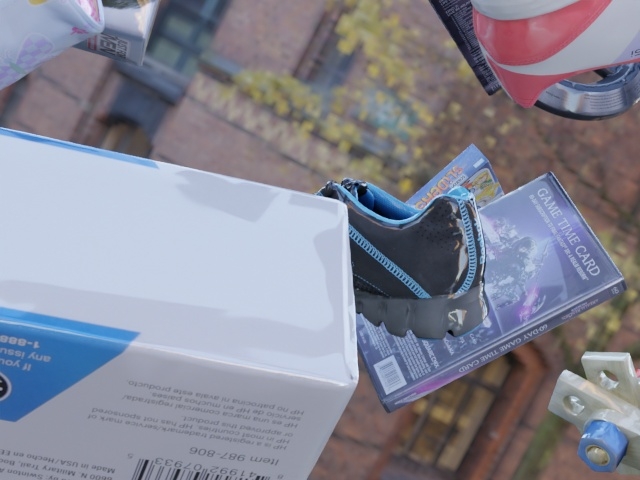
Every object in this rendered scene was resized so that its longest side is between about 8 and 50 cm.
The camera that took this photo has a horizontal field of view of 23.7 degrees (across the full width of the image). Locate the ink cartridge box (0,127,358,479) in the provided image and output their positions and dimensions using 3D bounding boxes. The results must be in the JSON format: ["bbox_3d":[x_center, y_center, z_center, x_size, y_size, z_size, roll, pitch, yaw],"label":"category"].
[{"bbox_3d":[-0.172,0.131,1.045,0.285,0.395,0.166,12,45,-14],"label":"ink cartridge box"}]

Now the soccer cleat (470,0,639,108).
[{"bbox_3d":[0.251,-0.188,1.007,0.108,0.318,0.116,-113,-176,-50],"label":"soccer cleat"}]

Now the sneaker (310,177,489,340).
[{"bbox_3d":[0.000,0.000,1.462,0.341,0.139,0.125,5,18,20],"label":"sneaker"}]

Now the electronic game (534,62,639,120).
[{"bbox_3d":[0.277,-0.234,1.743,0.229,0.229,0.048,27,-37,-5],"label":"electronic game"}]

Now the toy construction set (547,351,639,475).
[{"bbox_3d":[0.203,0.202,0.967,0.151,0.215,0.327,33,49,-7],"label":"toy construction set"}]

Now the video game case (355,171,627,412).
[{"bbox_3d":[0.160,0.050,1.605,0.026,0.274,0.196,60,4,-39],"label":"video game case"}]

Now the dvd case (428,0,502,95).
[{"bbox_3d":[0.201,-0.246,1.516,0.221,0.164,0.018,46,15,-55],"label":"dvd case"}]

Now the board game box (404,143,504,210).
[{"bbox_3d":[0.145,-0.027,1.984,0.035,0.201,0.136,49,1,23],"label":"board game box"}]

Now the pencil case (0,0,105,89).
[{"bbox_3d":[-0.319,-0.171,1.295,0.113,0.273,0.124,67,9,20],"label":"pencil case"}]

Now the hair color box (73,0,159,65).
[{"bbox_3d":[-0.328,-0.317,1.478,0.374,0.185,0.113,15,-11,-7],"label":"hair color box"}]
